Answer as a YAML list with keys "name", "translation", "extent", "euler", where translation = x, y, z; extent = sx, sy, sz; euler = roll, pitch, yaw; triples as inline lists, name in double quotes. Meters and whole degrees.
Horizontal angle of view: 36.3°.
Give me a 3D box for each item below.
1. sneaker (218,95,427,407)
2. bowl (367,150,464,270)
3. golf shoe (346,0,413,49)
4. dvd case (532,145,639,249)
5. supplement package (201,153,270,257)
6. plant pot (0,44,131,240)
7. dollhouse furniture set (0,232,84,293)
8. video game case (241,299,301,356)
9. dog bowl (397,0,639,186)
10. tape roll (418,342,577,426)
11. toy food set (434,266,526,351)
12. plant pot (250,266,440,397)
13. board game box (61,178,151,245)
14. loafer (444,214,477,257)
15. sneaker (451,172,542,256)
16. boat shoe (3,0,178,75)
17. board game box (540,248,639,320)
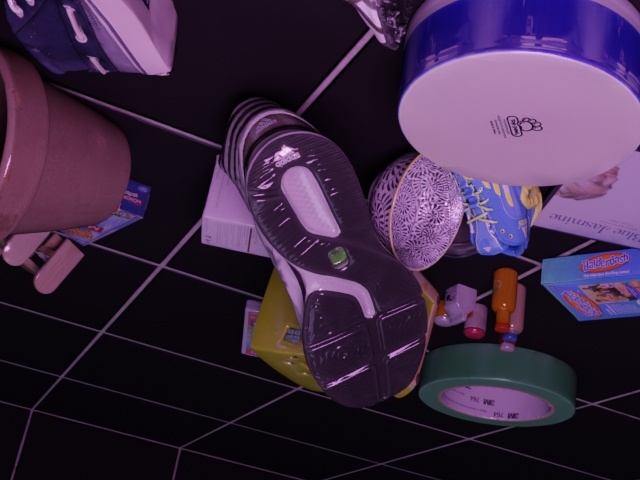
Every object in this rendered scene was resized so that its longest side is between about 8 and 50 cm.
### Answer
- name: "sneaker"
  translation: [0.001, -0.001, 1.286]
  extent: [0.169, 0.257, 0.448]
  euler: [-24, 125, -4]
- name: "bowl"
  translation: [0.116, -0.051, 1.304]
  extent: [0.080, 0.170, 0.170]
  euler: [19, 165, 39]
- name: "golf shoe"
  translation: [0.033, -0.269, 0.959]
  extent: [0.093, 0.077, 0.198]
  euler: [10, 151, 28]
- name: "dvd case"
  translation: [0.399, -0.061, 1.301]
  extent: [0.180, 0.022, 0.253]
  euler: [12, 155, -3]
- name: "supplement package"
  translation: [-0.076, -0.042, 1.426]
  extent: [0.179, 0.105, 0.105]
  euler: [11, 155, -3]
- name: "plant pot"
  translation: [-0.379, -0.107, 1.279]
  extent: [0.263, 0.263, 0.229]
  euler: [-12, 164, 39]
- name: "dollhouse furniture set"
  translation: [-0.542, -0.006, 1.535]
  extent: [0.212, 0.161, 0.242]
  euler: [19, 155, 44]
- name: "video game case"
  translation: [-0.060, 0.201, 2.030]
  extent: [0.204, 0.025, 0.285]
  euler: [11, 155, -1]
- name: "dog bowl"
  translation: [0.217, -0.166, 1.053]
  extent: [0.264, 0.104, 0.265]
  euler: [8, 155, 4]
- name: "tape roll"
  translation: [0.367, 0.304, 2.026]
  extent: [0.321, 0.077, 0.321]
  euler: [9, 155, 4]
- name: "toy food set"
  translation: [0.279, 0.136, 1.667]
  extent: [0.111, 0.105, 0.232]
  euler: [21, 153, -22]
- name: "plant pot"
  translation: [0.054, 0.120, 1.538]
  extent: [0.207, 0.227, 0.228]
  euler: [8, 159, 29]
- name: "board game box"
  translation: [-0.396, -0.061, 1.564]
  extent: [0.194, 0.060, 0.194]
  euler: [20, 153, -20]
- name: "loafer"
  translation: [0.181, -0.011, 1.447]
  extent: [0.170, 0.062, 0.061]
  euler: [-8, 146, 32]
- name: "sneaker"
  translation: [0.220, -0.057, 1.254]
  extent: [0.091, 0.126, 0.240]
  euler: [-10, 149, 37]
- name: "boat shoe"
  translation: [-0.265, -0.272, 0.981]
  extent: [0.158, 0.127, 0.340]
  euler: [-3, 154, 10]
- name: "board game box"
  translation: [0.473, 0.069, 1.518]
  extent: [0.210, 0.047, 0.160]
  euler: [-9, 149, 35]
